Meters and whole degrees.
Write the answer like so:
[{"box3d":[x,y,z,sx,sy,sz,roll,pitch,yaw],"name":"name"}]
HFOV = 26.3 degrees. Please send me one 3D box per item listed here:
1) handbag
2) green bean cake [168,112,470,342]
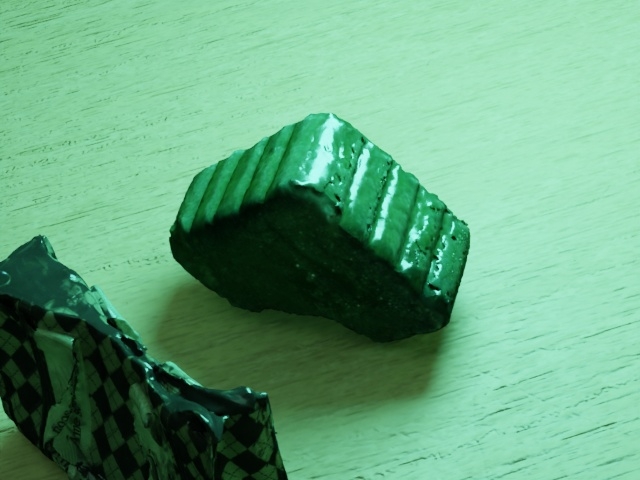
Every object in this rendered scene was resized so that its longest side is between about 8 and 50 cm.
[{"box3d":[-0.213,0.197,1.602,0.416,0.317,0.180,33,57,29],"name":"handbag"},{"box3d":[0.000,0.000,1.773,0.307,0.300,0.169,-21,38,45],"name":"green bean cake"}]
